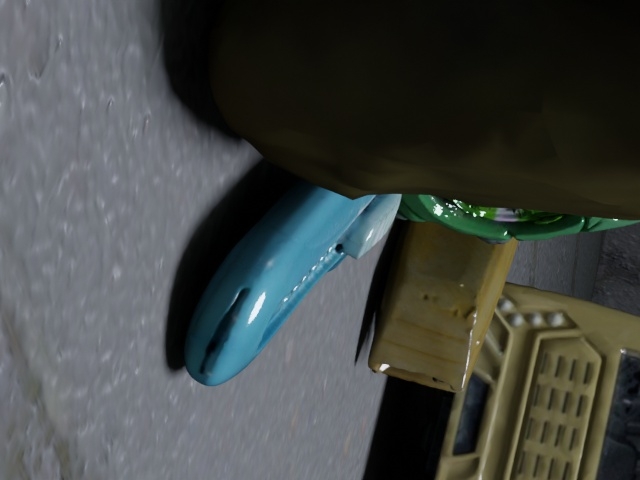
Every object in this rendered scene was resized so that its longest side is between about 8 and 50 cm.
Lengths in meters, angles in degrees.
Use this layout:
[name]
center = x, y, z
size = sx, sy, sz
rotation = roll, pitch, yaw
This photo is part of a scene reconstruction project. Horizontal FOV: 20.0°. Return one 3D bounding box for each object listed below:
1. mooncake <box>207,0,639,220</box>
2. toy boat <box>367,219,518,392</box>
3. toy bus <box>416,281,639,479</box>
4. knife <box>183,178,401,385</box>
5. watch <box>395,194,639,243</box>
[mooncake]
center = 0.122, -0.205, 0.521
size = 0.394, 0.246, 0.393
rotation = 94, 7, -46
[toy boat]
center = 0.069, 0.009, 0.915
size = 0.200, 0.057, 0.077
rotation = -67, 169, -49
[toy bus]
center = 0.148, 0.163, 1.091
size = 0.365, 0.202, 0.177
rotation = 72, 31, -70
[knife]
center = 0.000, 0.000, 0.613
size = 0.064, 0.031, 0.222
rotation = -63, 174, 20
[watch]
center = 0.090, -0.090, 0.774
size = 0.165, 0.131, 0.152
rotation = 78, 16, -62
